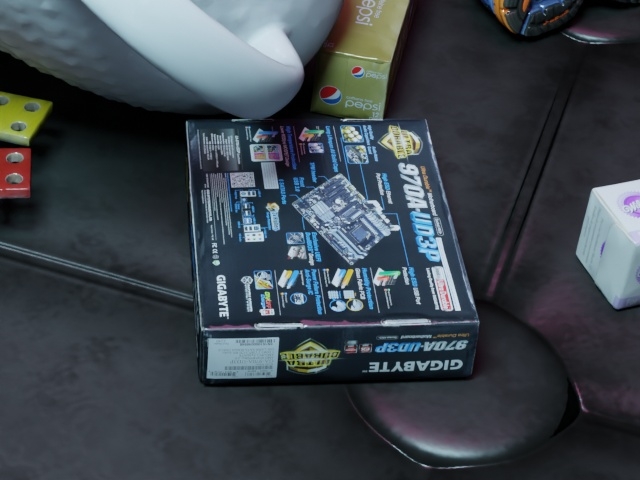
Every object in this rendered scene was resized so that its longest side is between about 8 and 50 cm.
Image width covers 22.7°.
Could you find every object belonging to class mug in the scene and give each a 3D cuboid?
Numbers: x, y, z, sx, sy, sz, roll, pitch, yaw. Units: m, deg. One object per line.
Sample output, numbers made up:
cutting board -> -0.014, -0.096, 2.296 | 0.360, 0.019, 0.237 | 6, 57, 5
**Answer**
mug -> -0.127, -0.213, 1.068 | 0.276, 0.328, 0.374 | -43, 41, 12

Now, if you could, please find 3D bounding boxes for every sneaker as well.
sneaker -> 0.218, -0.243, 1.356 | 0.221, 0.083, 0.087 | -19, 38, -31

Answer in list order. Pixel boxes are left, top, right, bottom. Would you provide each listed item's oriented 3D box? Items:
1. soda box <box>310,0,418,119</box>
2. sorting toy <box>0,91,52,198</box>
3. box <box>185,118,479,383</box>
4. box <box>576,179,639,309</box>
soda box -> 0.040, -0.170, 1.260 | 0.058, 0.061, 0.181 | 11, 41, 5
sorting toy -> -0.320, -0.051, 1.091 | 0.275, 0.046, 0.132 | -4, 41, -10
box -> 0.000, 0.000, 1.064 | 0.175, 0.051, 0.220 | -1, 41, -8
box -> 0.339, -0.022, 1.120 | 0.324, 0.067, 0.063 | -10, 43, -19
